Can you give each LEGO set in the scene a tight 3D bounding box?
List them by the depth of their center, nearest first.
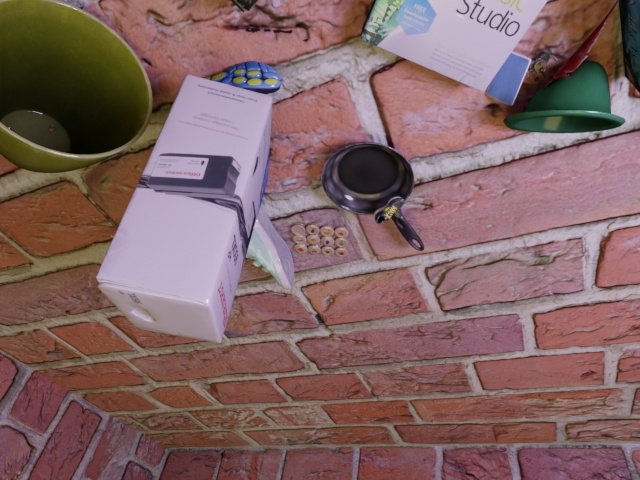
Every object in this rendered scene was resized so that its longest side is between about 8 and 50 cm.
[{"bbox_3d":[0.378,-0.296,0.709,0.083,0.023,0.054,10,141,-18],"label":"LEGO set"}]

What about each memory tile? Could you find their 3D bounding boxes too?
[{"bbox_3d":[0.000,0.000,1.094,0.148,0.012,0.113,5,136,7],"label":"memory tile"}]

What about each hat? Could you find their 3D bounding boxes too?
[{"bbox_3d":[0.419,-0.283,0.692,0.173,0.183,0.208,1,-172,-29],"label":"hat"}]

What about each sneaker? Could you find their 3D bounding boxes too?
[{"bbox_3d":[-0.158,-0.282,0.803,0.188,0.067,0.078,-9,150,20],"label":"sneaker"},{"bbox_3d":[0.151,-0.062,0.915,0.031,0.035,0.083,32,132,-21],"label":"sneaker"},{"bbox_3d":[-0.173,0.034,1.101,0.151,0.094,0.256,-16,121,18],"label":"sneaker"}]

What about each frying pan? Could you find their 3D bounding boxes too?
[{"bbox_3d":[0.156,-0.107,0.924,0.326,0.053,0.197,25,136,-18],"label":"frying pan"}]

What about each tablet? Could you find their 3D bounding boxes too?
[{"bbox_3d":[0.321,-0.279,0.723,0.054,0.006,0.083,40,147,29],"label":"tablet"}]

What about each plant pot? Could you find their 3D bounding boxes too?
[{"bbox_3d":[-0.508,-0.238,0.794,0.275,0.275,0.293,40,145,-28],"label":"plant pot"}]

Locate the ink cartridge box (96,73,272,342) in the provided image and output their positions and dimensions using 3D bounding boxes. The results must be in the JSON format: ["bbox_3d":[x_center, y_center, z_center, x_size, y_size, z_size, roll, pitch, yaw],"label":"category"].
[{"bbox_3d":[-0.213,-0.041,0.771,0.166,0.395,0.285,13,154,-3],"label":"ink cartridge box"}]

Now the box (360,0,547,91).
[{"bbox_3d":[0.226,-0.401,0.599,0.232,0.058,0.322,19,135,-9],"label":"box"}]

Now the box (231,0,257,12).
[{"bbox_3d":[-0.089,-0.503,0.522,0.322,0.079,0.257,-29,132,34],"label":"box"}]

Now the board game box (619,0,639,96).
[{"bbox_3d":[0.470,-0.297,0.611,0.026,0.126,0.186,-17,130,25],"label":"board game box"}]
